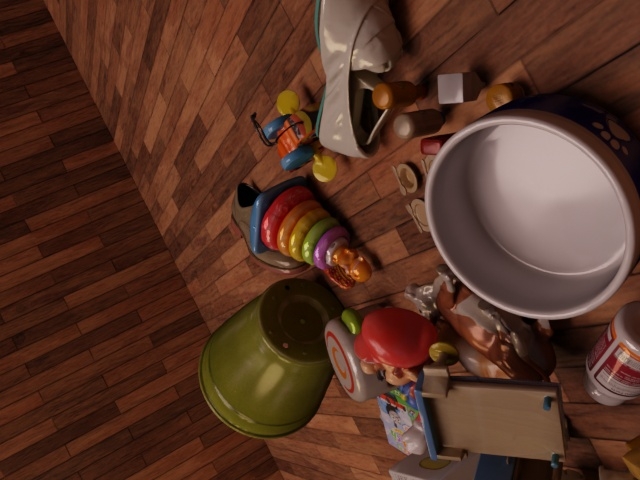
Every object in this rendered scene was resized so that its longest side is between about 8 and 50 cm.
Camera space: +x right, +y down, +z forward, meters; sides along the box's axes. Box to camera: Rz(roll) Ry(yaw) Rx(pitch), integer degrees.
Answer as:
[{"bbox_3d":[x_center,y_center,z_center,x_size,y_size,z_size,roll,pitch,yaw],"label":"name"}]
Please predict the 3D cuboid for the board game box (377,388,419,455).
[{"bbox_3d":[0.204,0.420,1.642,0.160,0.039,0.212,18,131,51],"label":"board game box"}]

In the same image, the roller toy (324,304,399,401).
[{"bbox_3d":[0.108,0.245,1.539,0.209,0.146,0.191,114,135,-68],"label":"roller toy"}]

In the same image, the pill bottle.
[{"bbox_3d":[0.398,0.151,0.906,0.086,0.086,0.152,50,154,29],"label":"pill bottle"}]

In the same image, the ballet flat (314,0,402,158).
[{"bbox_3d":[0.070,-0.281,1.128,0.139,0.139,0.400,51,158,27],"label":"ballet flat"}]

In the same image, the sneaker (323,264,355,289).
[{"bbox_3d":[0.033,0.057,1.632,0.175,0.064,0.067,49,173,42],"label":"sneaker"}]

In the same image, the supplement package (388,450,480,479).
[{"bbox_3d":[0.279,0.464,1.344,0.149,0.194,0.203,63,156,0],"label":"supplement package"}]

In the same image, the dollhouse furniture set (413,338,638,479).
[{"bbox_3d":[0.320,0.252,1.027,0.286,0.198,0.303,-4,121,27],"label":"dollhouse furniture set"}]

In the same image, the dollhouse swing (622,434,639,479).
[{"bbox_3d":[0.557,0.335,0.797,0.315,0.305,0.347,-37,76,24],"label":"dollhouse swing"}]

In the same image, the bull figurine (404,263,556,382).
[{"bbox_3d":[0.254,0.112,1.136,0.310,0.101,0.188,35,156,44],"label":"bull figurine"}]

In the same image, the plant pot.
[{"bbox_3d":[-0.101,0.280,1.818,0.366,0.366,0.353,56,145,18],"label":"plant pot"}]

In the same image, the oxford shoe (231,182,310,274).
[{"bbox_3d":[-0.144,-0.033,1.817,0.348,0.123,0.130,39,142,42],"label":"oxford shoe"}]

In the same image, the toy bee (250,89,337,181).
[{"bbox_3d":[-0.021,-0.206,1.378,0.195,0.162,0.298,61,-177,-14],"label":"toy bee"}]

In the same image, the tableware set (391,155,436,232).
[{"bbox_3d":[0.185,-0.076,1.202,0.168,0.020,0.141,0,114,64],"label":"tableware set"}]

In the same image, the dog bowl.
[{"bbox_3d":[0.267,-0.041,0.861,0.265,0.104,0.265,24,130,32],"label":"dog bowl"}]

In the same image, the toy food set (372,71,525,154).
[{"bbox_3d":[0.197,-0.185,1.009,0.232,0.104,0.111,6,107,43],"label":"toy food set"}]

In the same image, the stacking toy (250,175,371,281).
[{"bbox_3d":[0.000,0.000,1.540,0.302,0.165,0.175,33,133,31],"label":"stacking toy"}]

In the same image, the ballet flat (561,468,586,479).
[{"bbox_3d":[0.406,0.431,1.171,0.083,0.087,0.247,11,150,7],"label":"ballet flat"}]

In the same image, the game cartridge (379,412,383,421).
[{"bbox_3d":[0.183,0.468,1.781,0.083,0.017,0.056,53,151,24],"label":"game cartridge"}]

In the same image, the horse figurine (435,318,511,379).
[{"bbox_3d":[0.279,0.215,1.253,0.263,0.066,0.174,40,155,38],"label":"horse figurine"}]

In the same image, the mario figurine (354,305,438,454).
[{"bbox_3d":[0.148,0.245,1.236,0.198,0.170,0.320,29,158,56],"label":"mario figurine"}]
